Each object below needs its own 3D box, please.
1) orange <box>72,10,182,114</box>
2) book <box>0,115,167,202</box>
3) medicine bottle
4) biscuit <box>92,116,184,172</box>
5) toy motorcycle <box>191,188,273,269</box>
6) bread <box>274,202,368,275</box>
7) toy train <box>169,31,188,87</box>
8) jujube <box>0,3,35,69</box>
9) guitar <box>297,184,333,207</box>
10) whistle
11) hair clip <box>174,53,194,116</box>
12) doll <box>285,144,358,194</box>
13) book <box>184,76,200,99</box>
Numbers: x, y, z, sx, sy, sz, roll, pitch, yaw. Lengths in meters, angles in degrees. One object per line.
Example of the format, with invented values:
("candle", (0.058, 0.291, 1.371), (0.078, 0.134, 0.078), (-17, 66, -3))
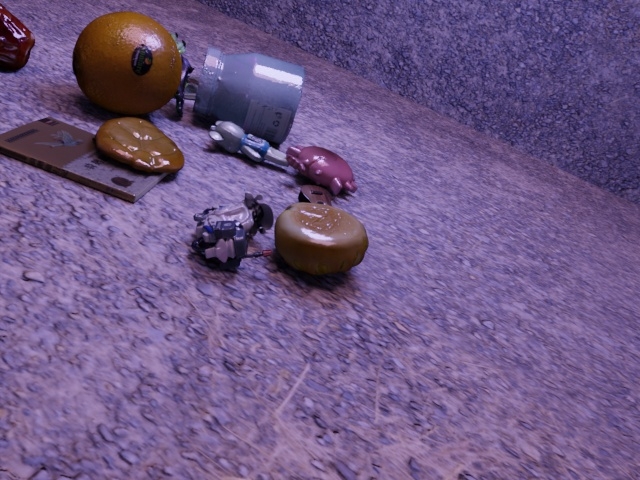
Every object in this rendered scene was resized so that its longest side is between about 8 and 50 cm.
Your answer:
("orange", (-0.505, -0.462, 1.420), (0.274, 0.274, 0.274), (17, 27, -9))
("book", (-0.501, -0.181, 1.165), (0.310, 0.021, 0.217), (21, 26, -3))
("medicine bottle", (-0.218, -0.442, 1.611), (0.290, 0.245, 0.245), (15, 27, -15))
("biscuit", (-0.416, -0.227, 1.247), (0.203, 0.041, 0.260), (9, 30, -25))
("toy motorcycle", (-0.167, -0.026, 1.053), (0.150, 0.102, 0.221), (-2, 26, -2))
("bread", (0.000, 0.000, 1.106), (0.213, 0.104, 0.213), (9, 24, -4))
("toy train", (-0.527, -0.568, 1.705), (0.188, 0.159, 0.271), (-12, 41, -23))
("jujube", (-0.901, -0.559, 1.395), (0.290, 0.197, 0.197), (25, 22, -28))
("guitar", (0.018, -0.044, 1.279), (0.084, 0.038, 0.271), (2, 37, -25))
("whistle", (-0.193, -0.258, 1.486), (0.236, 0.077, 0.114), (24, 33, -10))
("hair clip", (-0.401, -0.450, 1.583), (0.052, 0.124, 0.195), (-1, 65, -2))
("doll", (0.006, -0.203, 1.498), (0.211, 0.093, 0.262), (44, 26, 25))
("book", (-0.410, -0.528, 1.875), (0.283, 0.025, 0.215), (-9, 38, -43))
